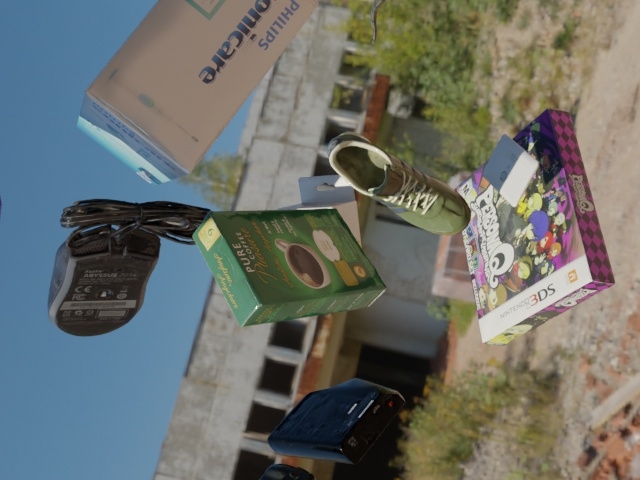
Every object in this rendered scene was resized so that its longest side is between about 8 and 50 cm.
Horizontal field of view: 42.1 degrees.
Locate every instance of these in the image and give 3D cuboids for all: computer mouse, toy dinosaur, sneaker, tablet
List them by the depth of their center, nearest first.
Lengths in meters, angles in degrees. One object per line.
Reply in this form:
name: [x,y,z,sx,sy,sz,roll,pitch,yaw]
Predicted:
tablet: [0.202,-0.076,0.890,0.054,0.006,0.083,-66,24,21]
sneaker: [0.087,-0.062,0.974,0.064,0.192,0.086,-58,-6,15]
computer mouse: [-0.262,0.025,1.041,0.272,0.188,0.072,-52,47,41]
toy dinosaur: [0.134,-0.466,1.453,0.268,0.064,0.118,118,176,-67]

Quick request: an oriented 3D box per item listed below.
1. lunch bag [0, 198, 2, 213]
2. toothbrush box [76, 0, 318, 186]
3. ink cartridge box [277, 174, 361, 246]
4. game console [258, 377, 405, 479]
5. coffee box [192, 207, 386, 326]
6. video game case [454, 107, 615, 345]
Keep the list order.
lunch bag: [-0.511,-0.059,0.672,0.385,0.328,0.239,-1,-72,-59]
toothbrush box: [-0.148,-0.183,0.905,0.216,0.126,0.295,-54,16,-9]
ink cartridge box: [0.000,0.000,1.194,0.061,0.104,0.181,-17,-78,-51]
game console: [-0.048,0.321,1.120,0.361,0.044,0.213,-45,13,-28]
coffee box: [-0.028,0.022,0.829,0.184,0.113,0.040,-5,-34,-48]
video game case: [0.255,-0.012,1.038,0.210,0.042,0.232,-44,45,53]
